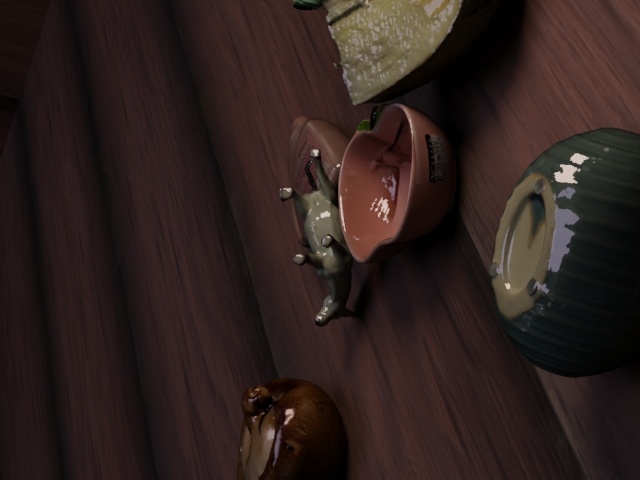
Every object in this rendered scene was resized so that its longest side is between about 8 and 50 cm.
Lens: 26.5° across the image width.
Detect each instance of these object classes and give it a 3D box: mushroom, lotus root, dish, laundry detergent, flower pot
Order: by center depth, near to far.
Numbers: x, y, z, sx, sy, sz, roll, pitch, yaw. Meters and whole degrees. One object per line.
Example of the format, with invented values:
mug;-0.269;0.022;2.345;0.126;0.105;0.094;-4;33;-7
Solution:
flower pot;0.257;0.012;1.299;0.189;0.157;0.243;35;114;62
lotus root;0.127;-0.339;1.674;0.260;0.149;0.267;-25;80;44
dish;0.107;-0.073;1.733;0.213;0.090;0.213;-173;90;-66
mushroom;-0.042;0.289;1.890;0.231;0.138;0.194;-138;47;-74
laundry detergent;-0.007;-0.085;1.999;0.237;0.076;0.171;54;130;58

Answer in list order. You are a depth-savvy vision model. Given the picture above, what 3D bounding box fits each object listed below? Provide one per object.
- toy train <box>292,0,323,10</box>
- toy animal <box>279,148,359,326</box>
toy train;0.048;-0.457;1.869;0.120;0.202;0.300;24;104;53
toy animal;0.006;0.000;1.840;0.176;0.074;0.216;51;-151;-70
